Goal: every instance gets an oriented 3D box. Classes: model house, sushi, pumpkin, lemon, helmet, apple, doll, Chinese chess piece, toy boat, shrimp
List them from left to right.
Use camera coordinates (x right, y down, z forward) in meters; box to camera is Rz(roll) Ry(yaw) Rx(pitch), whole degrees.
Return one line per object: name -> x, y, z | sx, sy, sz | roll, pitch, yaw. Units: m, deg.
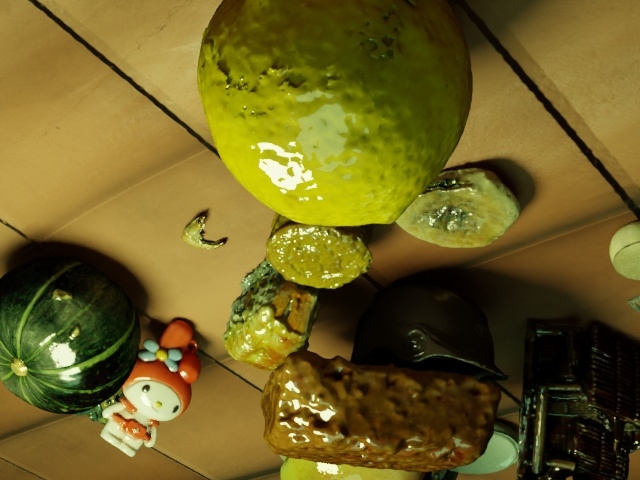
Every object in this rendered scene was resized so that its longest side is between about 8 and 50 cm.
pumpkin -> -0.514, 0.187, 1.803 | 0.323, 0.241, 0.323 | 13, 129, 17
doll -> -0.343, 0.307, 1.917 | 0.161, 0.290, 0.130 | 40, 162, -21
shrimp -> -0.209, -0.014, 1.686 | 0.083, 0.023, 0.114 | 18, 147, -15
sushi -> -0.092, 0.143, 1.736 | 0.139, 0.184, 0.274 | 29, 145, -17
lemon -> 0.025, -0.186, 1.156 | 0.350, 0.349, 0.387 | -12, 137, 25
apple -> 0.062, 0.457, 1.969 | 0.305, 0.338, 0.338 | 17, 141, -13
helmet -> 0.203, 0.170, 1.690 | 0.305, 0.177, 0.225 | -6, 155, 30
toy boat -> 0.360, 0.467, 2.112 | 0.208, 0.079, 0.134 | 3, 111, -9
model house -> 0.530, 0.346, 1.779 | 0.283, 0.317, 0.297 | 4, 154, 13
Chinese chess piece -> 0.549, 0.016, 1.537 | 0.122, 0.051, 0.122 | 5, 144, 4

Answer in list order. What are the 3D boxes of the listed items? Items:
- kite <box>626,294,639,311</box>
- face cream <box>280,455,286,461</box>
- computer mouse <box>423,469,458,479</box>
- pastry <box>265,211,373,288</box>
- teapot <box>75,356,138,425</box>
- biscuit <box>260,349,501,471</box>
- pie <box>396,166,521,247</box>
kite -> 0.720, 0.118, 1.659 | 0.314, 0.011, 0.335 | 2, 142, 10
face cream -> 0.037, 0.525, 2.275 | 0.285, 0.067, 0.139 | -5, 139, 17
computer mouse -> 0.250, 0.527, 2.186 | 0.096, 0.137, 0.233 | 3, 146, 36
pastry -> 0.000, 0.000, 1.591 | 0.189, 0.103, 0.188 | 5, 142, 4
teapot -> -0.417, 0.338, 2.040 | 0.270, 0.173, 0.182 | -14, -176, -11
biscuit -> 0.095, 0.325, 1.665 | 0.395, 0.166, 0.342 | 9, 163, -8
pie -> 0.227, -0.048, 1.525 | 0.218, 0.052, 0.185 | -12, 142, 29
